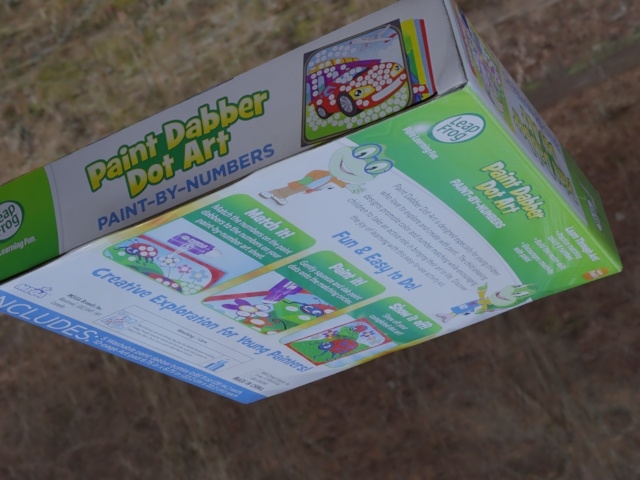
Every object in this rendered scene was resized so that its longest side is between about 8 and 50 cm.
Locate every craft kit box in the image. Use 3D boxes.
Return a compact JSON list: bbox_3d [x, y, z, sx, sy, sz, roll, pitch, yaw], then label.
[{"bbox_3d":[0.000,0.000,0.588,0.246,0.061,0.250,-19,154,21],"label":"craft kit box"}]
